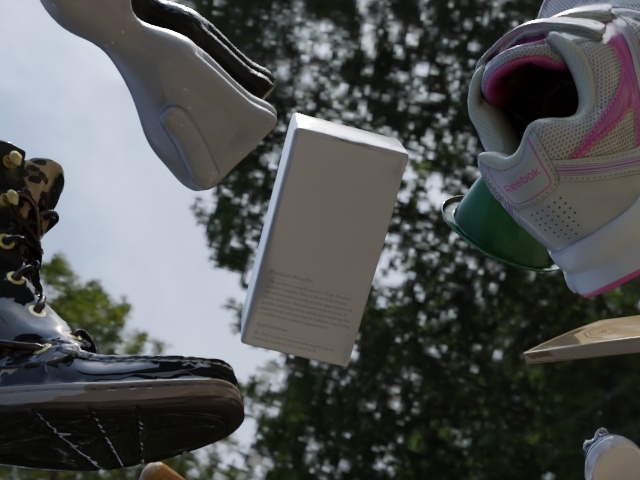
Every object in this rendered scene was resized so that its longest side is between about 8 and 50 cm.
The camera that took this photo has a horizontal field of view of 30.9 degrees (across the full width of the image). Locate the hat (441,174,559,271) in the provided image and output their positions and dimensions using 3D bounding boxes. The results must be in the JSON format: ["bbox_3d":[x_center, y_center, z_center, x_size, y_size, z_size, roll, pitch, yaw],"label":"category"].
[{"bbox_3d":[0.265,-0.089,1.514,0.173,0.208,0.183,-15,-45,-51],"label":"hat"}]

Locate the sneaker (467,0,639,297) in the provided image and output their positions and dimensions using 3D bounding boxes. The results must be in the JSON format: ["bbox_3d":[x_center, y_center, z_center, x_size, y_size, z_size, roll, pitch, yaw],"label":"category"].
[{"bbox_3d":[0.148,-0.093,0.671,0.111,0.103,0.252,38,-142,-25],"label":"sneaker"}]

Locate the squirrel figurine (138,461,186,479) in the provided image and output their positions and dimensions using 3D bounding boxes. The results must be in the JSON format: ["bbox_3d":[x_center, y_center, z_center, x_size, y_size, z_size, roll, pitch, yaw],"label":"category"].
[{"bbox_3d":[-0.180,0.560,1.551,0.370,0.281,0.397,-79,12,-52],"label":"squirrel figurine"}]

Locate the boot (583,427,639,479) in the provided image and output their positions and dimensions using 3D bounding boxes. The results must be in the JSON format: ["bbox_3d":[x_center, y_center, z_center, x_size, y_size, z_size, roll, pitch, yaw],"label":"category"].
[{"bbox_3d":[0.312,0.240,1.268,0.069,0.086,0.190,-34,-41,1],"label":"boot"}]

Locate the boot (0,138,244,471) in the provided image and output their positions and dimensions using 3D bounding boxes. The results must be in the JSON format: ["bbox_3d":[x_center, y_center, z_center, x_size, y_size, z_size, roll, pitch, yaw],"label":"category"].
[{"bbox_3d":[-0.255,0.051,1.009,0.138,0.378,0.284,81,-174,-57],"label":"boot"}]

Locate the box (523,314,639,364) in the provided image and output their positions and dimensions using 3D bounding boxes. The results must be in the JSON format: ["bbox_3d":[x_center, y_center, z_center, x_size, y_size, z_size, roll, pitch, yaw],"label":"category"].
[{"bbox_3d":[0.363,0.108,1.343,0.164,0.201,0.021,-13,-90,-42],"label":"box"}]

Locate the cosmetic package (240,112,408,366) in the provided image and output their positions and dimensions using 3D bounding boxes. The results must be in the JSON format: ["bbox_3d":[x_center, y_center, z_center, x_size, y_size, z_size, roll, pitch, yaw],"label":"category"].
[{"bbox_3d":[0.000,0.000,1.160,0.085,0.117,0.231,-103,29,-73],"label":"cosmetic package"}]

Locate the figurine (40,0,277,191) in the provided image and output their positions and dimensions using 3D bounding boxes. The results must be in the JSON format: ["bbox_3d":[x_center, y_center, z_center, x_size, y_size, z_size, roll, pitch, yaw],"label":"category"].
[{"bbox_3d":[-0.136,-0.154,0.905,0.092,0.215,0.209,-41,-74,10],"label":"figurine"}]
